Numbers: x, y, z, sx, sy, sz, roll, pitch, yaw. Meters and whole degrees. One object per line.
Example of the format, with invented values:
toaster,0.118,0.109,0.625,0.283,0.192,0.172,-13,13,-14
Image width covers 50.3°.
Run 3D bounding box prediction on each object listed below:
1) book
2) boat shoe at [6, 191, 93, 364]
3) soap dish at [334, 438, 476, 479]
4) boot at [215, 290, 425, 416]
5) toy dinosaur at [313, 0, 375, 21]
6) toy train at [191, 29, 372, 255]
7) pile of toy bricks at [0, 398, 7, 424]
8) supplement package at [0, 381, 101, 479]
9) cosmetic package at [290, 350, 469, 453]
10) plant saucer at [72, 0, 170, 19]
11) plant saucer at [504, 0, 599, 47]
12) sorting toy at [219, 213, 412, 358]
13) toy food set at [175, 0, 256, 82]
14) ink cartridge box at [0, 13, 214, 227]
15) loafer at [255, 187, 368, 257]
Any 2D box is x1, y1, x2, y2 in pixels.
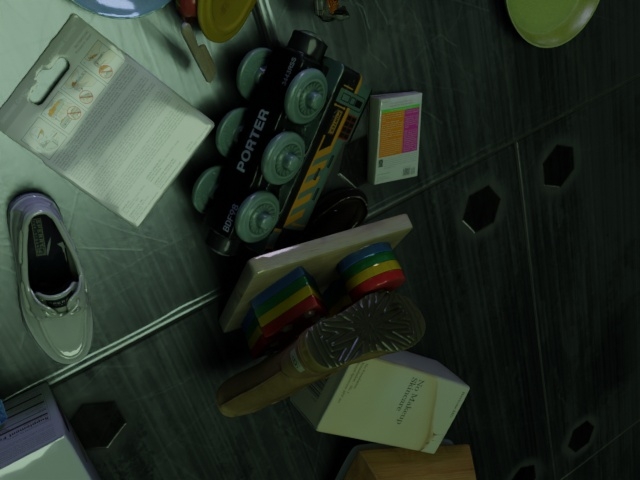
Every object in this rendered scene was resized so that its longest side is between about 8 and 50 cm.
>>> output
book,0.126,-0.172,1.143,0.096,0.035,0.144,-13,116,-30
boat shoe,-0.361,0.066,0.913,0.095,0.084,0.258,-21,119,-23
soap dish,0.160,0.517,1.371,0.290,0.118,0.229,8,117,-32
boot,-0.006,0.174,1.027,0.236,0.269,0.089,-8,69,-37
toy dinosaur,0.013,-0.395,0.884,0.322,0.164,0.219,-47,150,-64
toy train,-0.052,-0.127,0.983,0.190,0.142,0.334,9,107,-55
pile of toy bricks,-0.492,0.174,0.876,0.105,0.118,0.213,-3,111,12
supplement package,-0.420,0.379,0.969,0.203,0.145,0.262,-26,121,-20
cosmetic package,0.115,0.285,1.275,0.309,0.113,0.160,21,98,-35
plant saucer,-0.251,-0.372,0.828,0.194,0.037,0.195,-12,116,-26
plant saucer,0.401,-0.461,1.186,0.240,0.037,0.241,-12,116,-26
sorting toy,-0.002,0.083,1.040,0.257,0.090,0.255,-16,161,-25
toy food set,-0.139,-0.333,0.881,0.218,0.071,0.128,-62,164,-7
ink cartridge box,-0.282,-0.154,0.905,0.224,0.056,0.181,37,88,-18
loafer,0.000,0.000,1.107,0.220,0.078,0.080,-40,125,-11
